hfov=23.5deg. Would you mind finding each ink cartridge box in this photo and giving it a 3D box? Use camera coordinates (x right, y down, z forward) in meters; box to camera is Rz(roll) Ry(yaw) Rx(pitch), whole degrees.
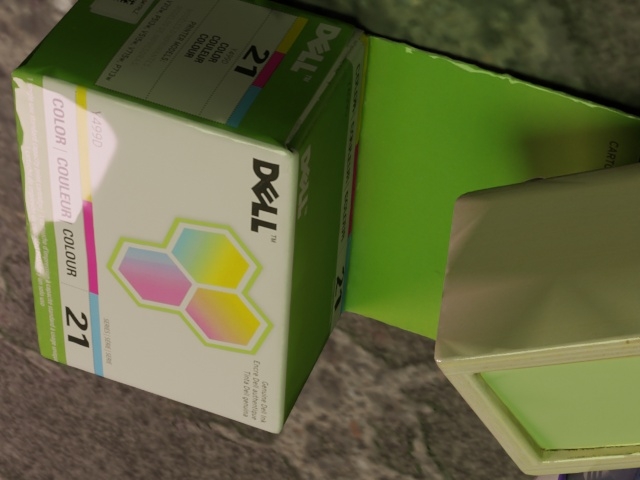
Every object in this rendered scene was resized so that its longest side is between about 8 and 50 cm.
[{"bbox_3d":[0.000,0.000,0.706,0.255,0.097,0.188,18,136,14],"label":"ink cartridge box"}]

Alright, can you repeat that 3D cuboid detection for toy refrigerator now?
[{"bbox_3d":[0.189,0.026,0.593,0.270,0.094,0.102,-9,141,27],"label":"toy refrigerator"}]

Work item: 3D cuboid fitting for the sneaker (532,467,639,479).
[{"bbox_3d":[0.268,0.195,0.720,0.323,0.130,0.236,49,139,-12],"label":"sneaker"}]
